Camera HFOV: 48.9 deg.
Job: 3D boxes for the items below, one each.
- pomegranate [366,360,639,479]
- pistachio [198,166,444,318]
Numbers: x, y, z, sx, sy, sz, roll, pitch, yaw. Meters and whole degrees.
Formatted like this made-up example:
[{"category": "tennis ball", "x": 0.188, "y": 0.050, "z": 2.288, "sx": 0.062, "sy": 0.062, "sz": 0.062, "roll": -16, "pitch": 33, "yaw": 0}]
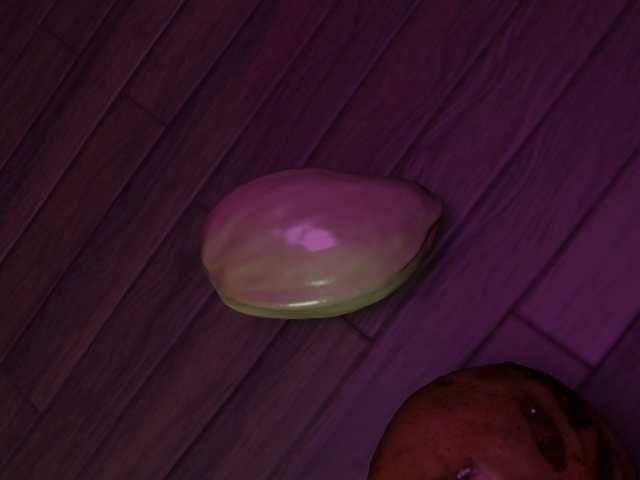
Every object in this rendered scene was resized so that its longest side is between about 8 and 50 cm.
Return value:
[{"category": "pomegranate", "x": 0.192, "y": 0.290, "z": 0.731, "sx": 0.322, "sy": 0.322, "sz": 0.322, "roll": -4, "pitch": 79, "yaw": 20}, {"category": "pistachio", "x": 0.000, "y": 0.000, "z": 0.922, "sx": 0.332, "sy": 0.207, "sz": 0.226, "roll": -11, "pitch": 33, "yaw": 12}]
